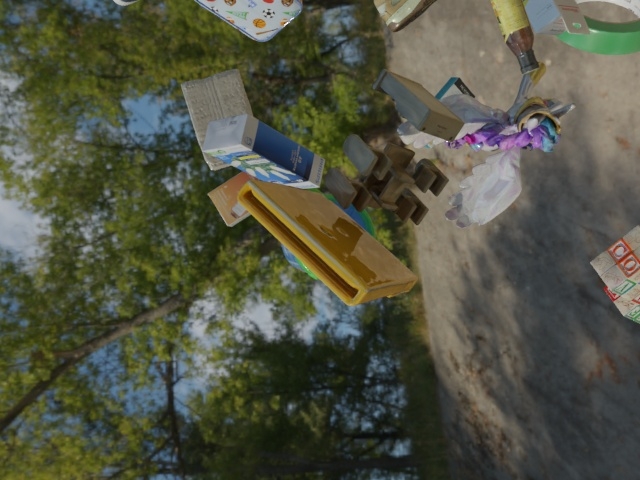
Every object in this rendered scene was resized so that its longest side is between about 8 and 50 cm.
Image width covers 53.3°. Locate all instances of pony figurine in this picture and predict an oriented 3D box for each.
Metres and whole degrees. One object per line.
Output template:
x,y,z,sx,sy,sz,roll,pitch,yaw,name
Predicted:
0.394,-0.246,1.443,0.303,0.351,0.363,53,-154,-14,pony figurine

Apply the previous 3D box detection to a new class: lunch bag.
-0.216,-0.718,1.837,0.303,0.243,0.115,26,-125,-37,lunch bag

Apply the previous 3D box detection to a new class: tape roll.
0.827,-0.665,1.849,0.077,0.321,0.321,84,-172,-52,tape roll

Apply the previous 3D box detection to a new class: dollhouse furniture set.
0.137,-0.178,1.241,0.212,0.242,0.161,9,-147,-40,dollhouse furniture set

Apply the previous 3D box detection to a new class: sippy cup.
0.000,0.000,1.760,0.224,0.240,0.306,171,105,-68,sippy cup

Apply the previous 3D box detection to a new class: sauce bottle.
0.280,-0.302,0.913,0.042,0.042,0.128,-35,-74,-75,sauce bottle

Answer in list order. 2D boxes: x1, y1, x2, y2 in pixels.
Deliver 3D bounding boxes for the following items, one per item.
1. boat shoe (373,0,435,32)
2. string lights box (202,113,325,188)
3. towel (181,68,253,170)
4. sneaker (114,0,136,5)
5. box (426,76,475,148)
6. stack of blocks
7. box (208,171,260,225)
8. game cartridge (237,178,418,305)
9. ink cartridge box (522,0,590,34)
0.162,-0.393,0.934,0.072,0.190,0.068,54,-169,-2,boat shoe
-0.125,-0.197,1.467,0.259,0.133,0.077,24,-108,-45,string lights box
-0.293,-0.365,1.931,0.049,0.187,0.282,163,90,-82,towel
-0.433,-0.710,1.697,0.226,0.163,0.086,-50,-63,-34,sneaker
0.424,-0.449,2.242,0.100,0.244,0.060,41,179,-24,box
0.734,0.091,1.428,0.297,0.171,0.087,20,-146,-36,stack of blocks
-0.268,-0.145,2.140,0.130,0.170,0.091,57,180,0,box
0.027,0.003,1.182,0.285,0.053,0.323,43,-166,18,game cartridge
0.483,-0.506,1.358,0.115,0.067,0.198,-14,-104,-42,ink cartridge box
